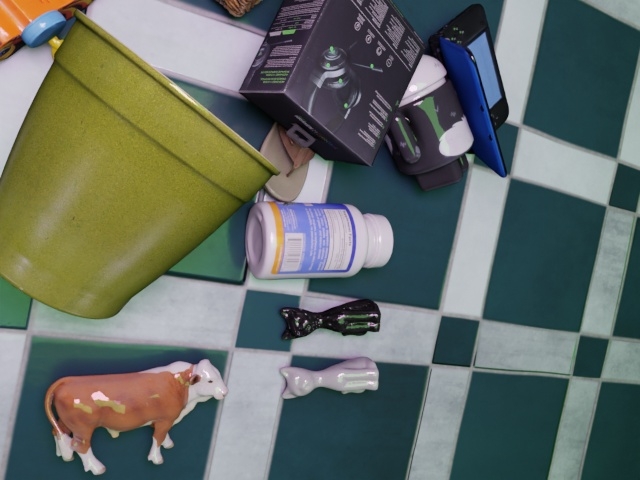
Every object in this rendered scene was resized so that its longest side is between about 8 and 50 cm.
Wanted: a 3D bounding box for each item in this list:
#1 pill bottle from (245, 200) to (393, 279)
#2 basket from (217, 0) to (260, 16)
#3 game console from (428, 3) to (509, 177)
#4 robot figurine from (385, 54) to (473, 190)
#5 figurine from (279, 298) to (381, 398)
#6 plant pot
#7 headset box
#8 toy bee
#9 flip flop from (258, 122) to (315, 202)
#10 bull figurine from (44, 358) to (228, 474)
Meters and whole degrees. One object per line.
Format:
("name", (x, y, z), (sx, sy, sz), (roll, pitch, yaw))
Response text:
("pill bottle", (0.000, 0.000, 1.028), (0.272, 0.152, 0.152), (0, 96, -25))
("basket", (-0.152, -0.568, 0.861), (0.299, 0.213, 0.223), (45, 78, -16))
("game console", (0.361, -0.324, 1.099), (0.250, 0.173, 0.293), (-43, 124, -21))
("robot figurine", (0.212, -0.246, 1.086), (0.174, 0.209, 0.278), (-28, 107, -2))
("figurine", (0.014, 0.237, 1.105), (0.210, 0.092, 0.214), (-1, 97, -16))
("plant pot", (-0.312, -0.082, 0.799), (0.367, 0.366, 0.353), (37, 93, -23))
("headset box", (0.027, -0.297, 0.912), (0.246, 0.131, 0.282), (30, 82, -44))
("toy bee", (-0.481, -0.343, 0.793), (0.298, 0.162, 0.195), (-28, 99, -45))
("flip flop", (-0.039, -0.210, 1.025), (0.112, 0.080, 0.276), (27, 85, -24))
("bull figurine", (-0.330, 0.309, 0.942), (0.311, 0.101, 0.188), (5, 96, -25))
